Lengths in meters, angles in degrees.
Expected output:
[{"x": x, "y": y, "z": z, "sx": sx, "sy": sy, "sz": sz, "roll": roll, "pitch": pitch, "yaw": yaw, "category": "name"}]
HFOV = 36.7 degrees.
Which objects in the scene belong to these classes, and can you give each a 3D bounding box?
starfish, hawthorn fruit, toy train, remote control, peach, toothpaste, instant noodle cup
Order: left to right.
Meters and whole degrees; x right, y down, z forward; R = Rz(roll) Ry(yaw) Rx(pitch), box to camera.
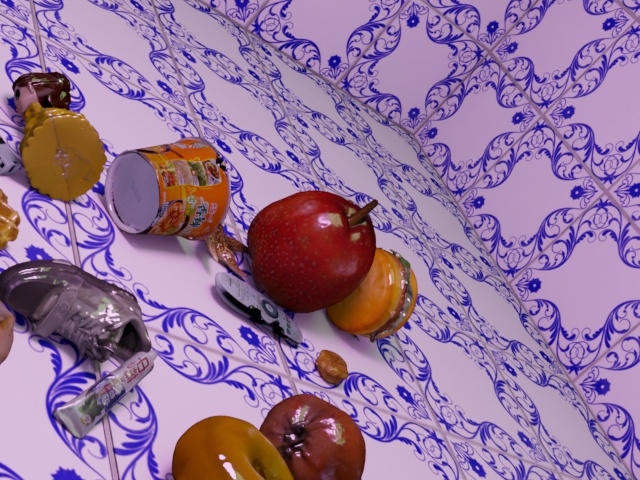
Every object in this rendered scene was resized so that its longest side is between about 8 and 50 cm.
[{"x": -0.659, "y": -0.212, "z": 1.870, "sx": 0.207, "sy": 0.047, "sz": 0.043, "roll": 49, "pitch": 20, "yaw": 12, "category": "toy train"}, {"x": -0.335, "y": 0.237, "z": 1.551, "sx": 0.060, "sy": 0.038, "sz": 0.233, "roll": 51, "pitch": 37, "yaw": -1, "category": "toothpaste"}, {"x": -0.332, "y": -0.107, "z": 2.034, "sx": 0.182, "sy": 0.230, "sz": 0.230, "roll": -6, "pitch": 52, "yaw": -51, "category": "instant noodle cup"}, {"x": -0.231, "y": -0.018, "z": 2.192, "sx": 0.277, "sy": 0.062, "sz": 0.236, "roll": 56, "pitch": 13, "yaw": -45, "category": "starfish"}, {"x": -0.127, "y": 0.396, "z": 1.523, "sx": 0.251, "sy": 0.153, "sz": 0.251, "roll": 53, "pitch": 12, "yaw": -17, "category": "peach"}, {"x": -0.136, "y": 0.153, "z": 2.106, "sx": 0.256, "sy": 0.045, "sz": 0.097, "roll": 37, "pitch": 23, "yaw": -23, "category": "remote control"}, {"x": 0.000, "y": 0.384, "z": 1.731, "sx": 0.199, "sy": 0.199, "sz": 0.251, "roll": 57, "pitch": 9, "yaw": 33, "category": "hawthorn fruit"}, {"x": 0.000, "y": 0.000, "z": 2.211, "sx": 0.285, "sy": 0.369, "sz": 0.285, "roll": 27, "pitch": 43, "yaw": -29, "category": "hawthorn fruit"}]

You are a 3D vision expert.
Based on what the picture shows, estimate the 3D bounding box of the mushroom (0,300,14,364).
[{"x": -0.574, "y": 0.054, "z": 1.407, "sx": 0.329, "sy": 0.122, "sz": 0.159, "roll": 42, "pitch": 30, "yaw": -4, "category": "mushroom"}]

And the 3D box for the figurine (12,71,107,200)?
[{"x": -0.566, "y": -0.244, "z": 1.980, "sx": 0.315, "sy": 0.168, "sz": 0.187, "roll": 51, "pitch": -2, "yaw": 44, "category": "figurine"}]

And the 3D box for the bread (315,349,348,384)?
[{"x": 0.026, "y": 0.282, "z": 2.141, "sx": 0.081, "sy": 0.046, "sz": 0.083, "roll": 37, "pitch": 23, "yaw": -8, "category": "bread"}]

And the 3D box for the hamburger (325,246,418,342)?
[{"x": 0.138, "y": 0.136, "z": 2.375, "sx": 0.170, "sy": 0.246, "sz": 0.246, "roll": 23, "pitch": 29, "yaw": -46, "category": "hamburger"}]

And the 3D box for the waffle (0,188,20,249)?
[{"x": -0.619, "y": -0.052, "z": 1.620, "sx": 0.229, "sy": 0.057, "sz": 0.219, "roll": 37, "pitch": 22, "yaw": -18, "category": "waffle"}]

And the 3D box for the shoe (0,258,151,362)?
[{"x": -0.391, "y": 0.130, "z": 1.593, "sx": 0.293, "sy": 0.109, "sz": 0.149, "roll": 23, "pitch": 22, "yaw": -51, "category": "shoe"}]
